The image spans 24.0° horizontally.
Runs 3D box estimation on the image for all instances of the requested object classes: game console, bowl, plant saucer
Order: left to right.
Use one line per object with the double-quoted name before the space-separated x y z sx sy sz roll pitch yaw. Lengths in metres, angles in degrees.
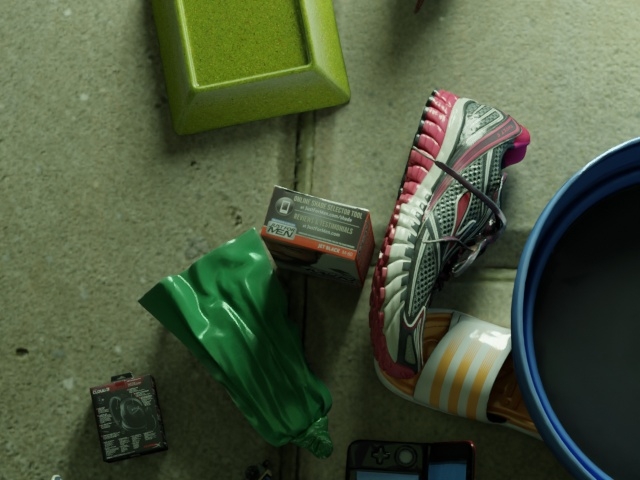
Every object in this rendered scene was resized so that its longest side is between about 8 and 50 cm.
"plant saucer" -0.078 -0.219 1.557 0.188 0.045 0.188 -11 77 1
"game console" 0.081 0.260 1.422 0.124 0.085 0.144 3 78 4
"bowl" 0.365 0.088 1.414 0.391 0.077 0.391 2 75 -7

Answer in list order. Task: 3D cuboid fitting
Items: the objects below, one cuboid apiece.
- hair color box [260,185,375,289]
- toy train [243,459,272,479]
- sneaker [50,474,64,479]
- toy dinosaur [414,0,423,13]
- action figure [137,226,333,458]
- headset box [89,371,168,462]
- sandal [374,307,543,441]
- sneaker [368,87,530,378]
"hair color box" 0.000 0.000 1.442 0.093 0.167 0.053 15 79 7
"toy train" -0.096 0.279 1.460 0.036 0.027 0.158 39 83 7
"sneaker" -0.316 0.292 1.458 0.192 0.064 0.086 -23 70 -2
"toy dinosaur" 0.118 -0.296 1.565 0.090 0.047 0.082 -28 59 8
"action figure" -0.059 0.117 1.474 0.137 0.063 0.232 -33 74 -6
"headset box" -0.190 0.172 1.486 0.062 0.032 0.083 -14 76 0
"sandal" 0.183 0.132 1.447 0.265 0.076 0.102 18 79 8
"sneaker" 0.120 -0.007 1.448 0.112 0.121 0.299 18 70 2
